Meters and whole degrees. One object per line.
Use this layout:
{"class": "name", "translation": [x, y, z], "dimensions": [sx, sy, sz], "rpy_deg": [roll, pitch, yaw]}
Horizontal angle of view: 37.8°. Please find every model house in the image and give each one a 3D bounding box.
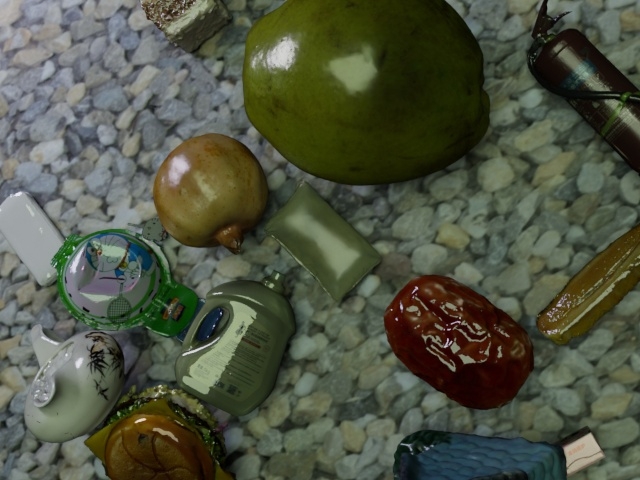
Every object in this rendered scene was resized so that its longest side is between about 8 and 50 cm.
{"class": "model house", "translation": [0.174, 0.494, 1.368], "dimensions": [0.297, 0.339, 0.360], "rpy_deg": [1, 94, 34]}

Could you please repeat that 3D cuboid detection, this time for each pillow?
{"class": "pillow", "translation": [0.000, 0.000, 1.650], "dimensions": [0.208, 0.053, 0.119], "rpy_deg": [43, 97, 10]}

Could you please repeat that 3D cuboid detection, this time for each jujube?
{"class": "jujube", "translation": [0.224, 0.166, 1.524], "dimensions": [0.250, 0.174, 0.174], "rpy_deg": [39, 94, 9]}

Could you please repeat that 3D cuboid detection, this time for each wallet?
{"class": "wallet", "translation": [-0.549, -0.007, 1.789], "dimensions": [0.095, 0.033, 0.190], "rpy_deg": [-39, 78, 5]}

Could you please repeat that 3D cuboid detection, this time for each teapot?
{"class": "teapot", "translation": [-0.445, 0.242, 1.635], "dimensions": [0.208, 0.165, 0.299], "rpy_deg": [-60, 34, 3]}

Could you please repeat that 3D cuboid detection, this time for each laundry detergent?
{"class": "laundry detergent", "translation": [-0.135, 0.166, 1.633], "dimensions": [0.181, 0.091, 0.253], "rpy_deg": [28, 90, -4]}

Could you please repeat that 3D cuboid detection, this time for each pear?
{"class": "pear", "translation": [0.076, -0.262, 1.524], "dimensions": [0.413, 0.352, 0.352], "rpy_deg": [5, 86, 4]}

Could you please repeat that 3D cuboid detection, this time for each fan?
{"class": "fan", "translation": [-0.320, -0.023, 1.734], "dimensions": [0.083, 0.004, 0.056], "rpy_deg": [11, 50, 9]}

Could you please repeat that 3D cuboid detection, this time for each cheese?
{"class": "cheese", "translation": [-0.333, 0.088, 1.691], "dimensions": [0.320, 0.083, 0.204], "rpy_deg": [27, 62, 4]}

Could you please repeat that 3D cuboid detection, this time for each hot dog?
{"class": "hot dog", "translation": [0.475, 0.062, 1.524], "dimensions": [0.289, 0.068, 0.083], "rpy_deg": [-42, 42, 5]}

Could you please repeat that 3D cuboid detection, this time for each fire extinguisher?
{"class": "fire extinguisher", "translation": [0.462, -0.254, 1.532], "dimensions": [0.341, 0.105, 0.141], "rpy_deg": [50, 128, 12]}

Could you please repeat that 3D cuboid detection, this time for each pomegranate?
{"class": "pomegranate", "translation": [-0.191, -0.086, 1.637], "dimensions": [0.207, 0.207, 0.207], "rpy_deg": [-1, 84, 13]}

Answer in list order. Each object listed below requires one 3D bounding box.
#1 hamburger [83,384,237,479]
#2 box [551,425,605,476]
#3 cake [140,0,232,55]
{"class": "hamburger", "translation": [-0.262, 0.364, 1.620], "dimensions": [0.243, 0.139, 0.262], "rpy_deg": [-26, 102, 25]}
{"class": "box", "translation": [0.401, 0.339, 1.488], "dimensions": [0.089, 0.125, 0.043], "rpy_deg": [-30, 78, 7]}
{"class": "cake", "translation": [-0.258, -0.434, 1.713], "dimensions": [0.134, 0.135, 0.147], "rpy_deg": [-34, 83, 7]}
